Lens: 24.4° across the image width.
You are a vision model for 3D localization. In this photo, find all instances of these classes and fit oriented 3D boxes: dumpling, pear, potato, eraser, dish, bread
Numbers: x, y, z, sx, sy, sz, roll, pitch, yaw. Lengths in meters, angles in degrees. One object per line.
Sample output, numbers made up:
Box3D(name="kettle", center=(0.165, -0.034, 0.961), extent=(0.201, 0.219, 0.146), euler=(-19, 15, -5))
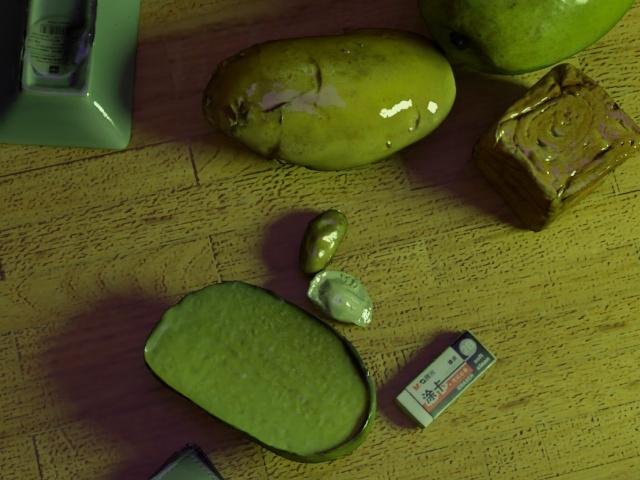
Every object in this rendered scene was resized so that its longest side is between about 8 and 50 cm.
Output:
Box3D(name="dumpling", center=(0.026, 0.066, 1.742), extent=(0.076, 0.052, 0.057), euler=(22, 86, 13))
Box3D(name="pear", center=(0.254, -0.325, 1.755), extent=(0.253, 0.253, 0.307), euler=(38, 71, 6))
Box3D(name="potato", center=(0.000, 0.000, 1.762), extent=(0.046, 0.045, 0.092), euler=(29, 72, 2))
Box3D(name="potato", center=(-0.058, 0.160, 1.684), extent=(0.272, 0.111, 0.160), euler=(26, 68, 18))
Box3D(name="eraser", center=(0.146, 0.162, 1.738), extent=(0.122, 0.029, 0.052), euler=(-42, 82, -12))
Box3D(name="dish", center=(-0.314, -0.238, 1.787), extent=(0.182, 0.080, 0.243), euler=(3, 76, -3))
Box3D(name="bread", center=(0.277, -0.108, 1.760), extent=(0.158, 0.143, 0.149), euler=(-42, 82, -16))
Box3D(name="potato", center=(0.010, -0.168, 1.758), extent=(0.300, 0.140, 0.173), euler=(-8, 69, -11))

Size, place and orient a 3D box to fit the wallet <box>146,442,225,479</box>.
Box3D(name="wallet", center=(-0.128, 0.353, 1.653), extent=(0.170, 0.069, 0.231), euler=(-41, 80, -7))
